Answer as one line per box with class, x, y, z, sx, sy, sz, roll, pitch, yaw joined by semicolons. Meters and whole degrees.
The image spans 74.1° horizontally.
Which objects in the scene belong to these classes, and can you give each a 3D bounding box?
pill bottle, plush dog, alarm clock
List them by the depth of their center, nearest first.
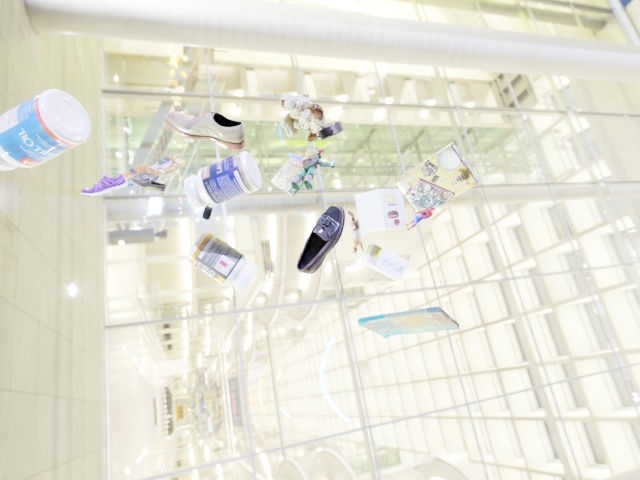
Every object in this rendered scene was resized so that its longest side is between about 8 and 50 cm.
pill bottle;-0.638;-0.235;0.940;0.124;0.221;0.125;-18;90;-72
pill bottle;-0.370;-0.224;1.612;0.153;0.264;0.153;-19;90;-80
pill bottle;-0.421;0.095;1.826;0.162;0.278;0.162;-53;-172;11
alarm clock;0.053;-0.524;2.006;0.129;0.192;0.064;-17;-81;31
plush dog;-0.066;-0.634;2.158;0.225;0.210;0.262;41;-24;18

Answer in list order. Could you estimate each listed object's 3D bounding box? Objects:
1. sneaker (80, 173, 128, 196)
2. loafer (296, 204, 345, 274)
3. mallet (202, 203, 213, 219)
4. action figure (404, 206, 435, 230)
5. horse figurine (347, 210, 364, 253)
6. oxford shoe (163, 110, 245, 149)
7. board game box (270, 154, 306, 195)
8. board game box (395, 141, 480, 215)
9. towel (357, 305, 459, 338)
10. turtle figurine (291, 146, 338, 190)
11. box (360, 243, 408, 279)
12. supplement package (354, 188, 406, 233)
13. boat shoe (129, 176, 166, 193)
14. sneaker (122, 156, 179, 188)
sneaker;-0.840;-0.214;1.639;0.068;0.169;0.071;7;-62;61
loafer;0.000;0.000;1.647;0.109;0.095;0.303;31;-80;22
mallet;-0.519;-0.150;1.956;0.190;0.039;0.063;-123;-129;-66
action figure;0.332;-0.078;1.404;0.038;0.115;0.030;58;2;-37
horse figurine;0.202;-0.044;2.414;0.174;0.066;0.264;-115;-166;-84
oxford shoe;-0.471;-0.487;1.744;0.130;0.347;0.123;107;-4;-45
board game box;-0.155;-0.377;2.413;0.214;0.046;0.317;-51;-150;-2
board game box;0.408;-0.209;1.496;0.243;0.042;0.165;-32;-80;39
towel;0.378;0.359;1.825;0.369;0.271;0.040;-14;-122;31
turtle figurine;-0.033;-0.324;1.916;0.175;0.118;0.234;-18;-148;52
box;0.320;0.108;2.135;0.103;0.203;0.114;-63;-174;-7
supplement package;0.300;-0.147;2.078;0.149;0.203;0.195;-10;-91;42
boat shoe;-0.758;-0.253;1.869;0.049;0.152;0.056;-60;-150;20
sneaker;-0.805;-0.293;2.018;0.112;0.296;0.131;50;-44;9
